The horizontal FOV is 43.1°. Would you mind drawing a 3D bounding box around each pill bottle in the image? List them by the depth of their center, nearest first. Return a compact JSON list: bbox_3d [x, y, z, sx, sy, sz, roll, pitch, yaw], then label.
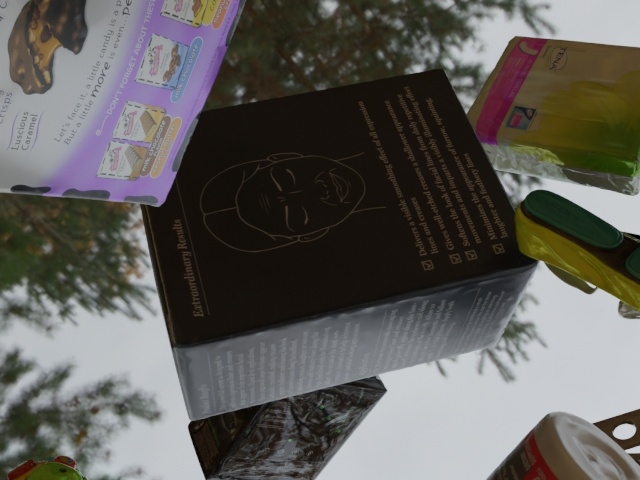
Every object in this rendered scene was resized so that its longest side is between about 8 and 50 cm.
[{"bbox_3d":[0.247,0.378,0.992,0.319,0.176,0.176,-54,-154,20],"label":"pill bottle"}]

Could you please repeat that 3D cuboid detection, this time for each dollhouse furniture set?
[{"bbox_3d":[0.463,0.366,1.153,0.101,0.182,0.161,-22,-149,14],"label":"dollhouse furniture set"}]

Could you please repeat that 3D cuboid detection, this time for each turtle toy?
[{"bbox_3d":[-0.226,0.213,0.664,0.095,0.066,0.130,-32,-174,-38],"label":"turtle toy"}]

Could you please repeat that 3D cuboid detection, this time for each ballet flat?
[{"bbox_3d":[0.281,0.030,0.765,0.077,0.077,0.231,-29,-133,-36],"label":"ballet flat"}]

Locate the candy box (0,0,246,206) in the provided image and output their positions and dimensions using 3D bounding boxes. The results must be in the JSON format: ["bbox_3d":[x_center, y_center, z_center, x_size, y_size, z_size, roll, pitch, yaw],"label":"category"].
[{"bbox_3d":[-0.135,-0.109,0.398,0.070,0.196,0.165,32,-75,28],"label":"candy box"}]

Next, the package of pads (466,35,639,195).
[{"bbox_3d":[0.395,-0.205,1.273,0.296,0.101,0.229,17,-116,35],"label":"package of pads"}]

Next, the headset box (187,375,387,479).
[{"bbox_3d":[-0.057,0.294,1.452,0.283,0.246,0.131,-56,-138,24],"label":"headset box"}]

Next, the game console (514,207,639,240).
[{"bbox_3d":[0.416,-0.007,1.274,0.213,0.361,0.044,19,-83,60],"label":"game console"}]

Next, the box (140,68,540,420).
[{"bbox_3d":[0.000,0.000,0.960,0.395,0.212,0.294,-11,-121,-11],"label":"box"}]
